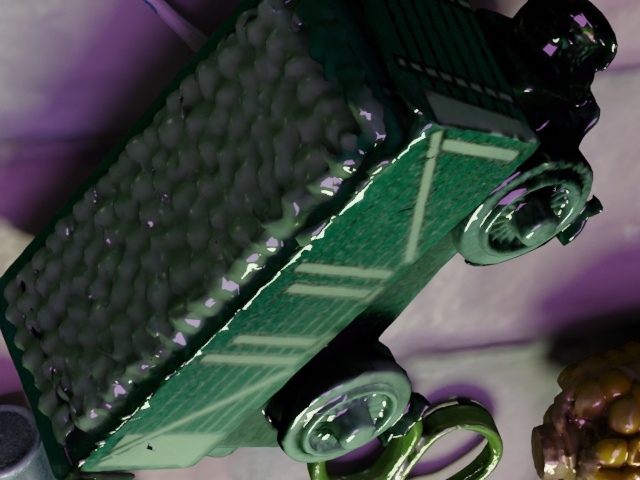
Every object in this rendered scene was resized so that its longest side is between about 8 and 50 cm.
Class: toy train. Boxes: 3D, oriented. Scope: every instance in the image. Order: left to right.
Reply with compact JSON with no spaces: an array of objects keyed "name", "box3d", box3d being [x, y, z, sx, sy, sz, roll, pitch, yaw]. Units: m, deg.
[{"name":"toy train","box3d":[0.000,0.000,0.719,0.154,0.115,0.269,6,140,-45]}]

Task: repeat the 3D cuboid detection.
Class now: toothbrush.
[{"name":"toothbrush","box3d":[-0.066,-0.099,0.681,0.017,0.014,0.162,-43,132,4]}]

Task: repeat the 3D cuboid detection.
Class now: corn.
[{"name":"corn","box3d":[0.251,0.082,0.904,0.320,0.097,0.097,-6,134,-15]}]

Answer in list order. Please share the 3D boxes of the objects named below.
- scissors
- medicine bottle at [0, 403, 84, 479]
[{"name":"scissors","box3d":[0.009,0.153,0.941,0.101,0.027,0.204,14,125,-27]},{"name":"medicine bottle","box3d":[-0.123,0.159,0.884,0.090,0.054,0.208,-17,135,-2]}]
